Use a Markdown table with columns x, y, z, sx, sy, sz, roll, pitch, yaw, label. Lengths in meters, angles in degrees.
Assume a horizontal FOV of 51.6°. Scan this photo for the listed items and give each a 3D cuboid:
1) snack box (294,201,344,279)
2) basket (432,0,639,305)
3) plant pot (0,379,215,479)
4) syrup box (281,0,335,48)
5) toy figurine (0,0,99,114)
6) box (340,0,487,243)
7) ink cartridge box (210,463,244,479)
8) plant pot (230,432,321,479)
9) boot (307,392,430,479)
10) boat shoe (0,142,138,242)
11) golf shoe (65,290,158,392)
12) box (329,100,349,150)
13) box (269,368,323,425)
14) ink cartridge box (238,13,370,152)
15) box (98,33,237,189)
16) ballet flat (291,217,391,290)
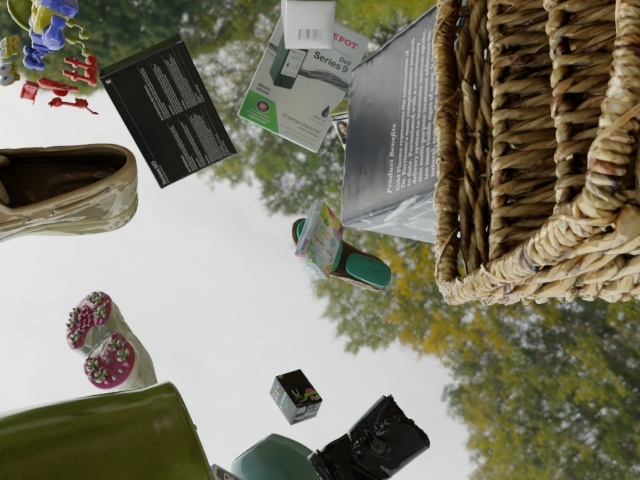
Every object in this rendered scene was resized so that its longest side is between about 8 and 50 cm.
| x | y | z | sx | sy | sz | roll | pitch | yaw | label |
| --- | --- | --- | --- | --- | --- | --- | --- | --- | --- |
| 0.000 | 0.000 | 1.453 | 0.100 | 0.037 | 0.141 | 50 | -132 | -40 | snack box |
| 0.167 | -0.119 | 0.429 | 0.213 | 0.222 | 0.299 | 47 | -136 | -63 | basket |
| -0.314 | 0.354 | 0.845 | 0.352 | 0.367 | 0.366 | -19 | -129 | -18 | plant pot |
| -0.029 | -0.470 | 1.320 | 0.093 | 0.096 | 0.237 | -1 | -144 | -5 | syrup box |
| -0.507 | -0.449 | 1.309 | 0.191 | 0.217 | 0.363 | 12 | -138 | -33 | toy figurine |
| 0.350 | -0.154 | 0.969 | 0.479 | 0.298 | 0.471 | 10 | 169 | -24 | box |
| -0.250 | 0.507 | 1.280 | 0.208 | 0.206 | 0.045 | 45 | -159 | -35 | ink cartridge box |
| -0.127 | 0.631 | 1.755 | 0.195 | 0.290 | 0.290 | 55 | -159 | 9 | plant pot |
| 0.122 | 0.429 | 1.206 | 0.246 | 0.207 | 0.094 | 52 | 174 | 27 | boot |
| -0.382 | -0.058 | 0.753 | 0.341 | 0.110 | 0.122 | -12 | -116 | -23 | boat shoe |
| -0.402 | 0.212 | 1.281 | 0.306 | 0.115 | 0.140 | 45 | 172 | 49 | golf shoe |
| 0.103 | -0.149 | 1.221 | 0.058 | 0.087 | 0.232 | -54 | -51 | -41 | box |
| -0.047 | 0.294 | 1.246 | 0.062 | 0.052 | 0.083 | -8 | -139 | -36 | box |
| -0.038 | -0.385 | 1.545 | 0.211 | 0.289 | 0.121 | 24 | -164 | -5 | ink cartridge box |
| -0.317 | -0.269 | 1.391 | 0.261 | 0.184 | 0.103 | 67 | 174 | -29 | box |
| 0.033 | 0.044 | 1.733 | 0.342 | 0.116 | 0.124 | 25 | 161 | -33 | ballet flat |
